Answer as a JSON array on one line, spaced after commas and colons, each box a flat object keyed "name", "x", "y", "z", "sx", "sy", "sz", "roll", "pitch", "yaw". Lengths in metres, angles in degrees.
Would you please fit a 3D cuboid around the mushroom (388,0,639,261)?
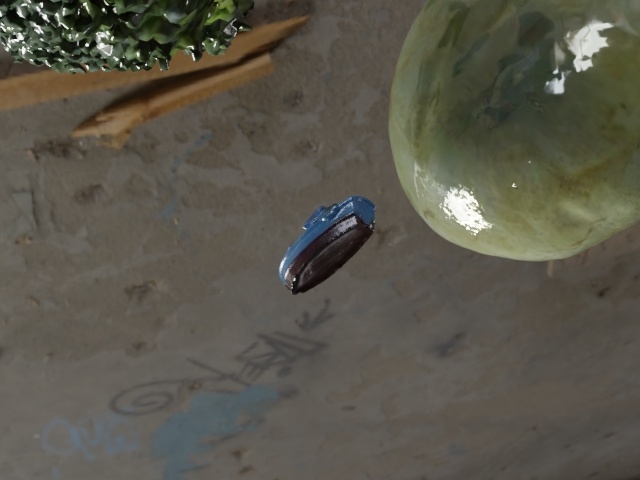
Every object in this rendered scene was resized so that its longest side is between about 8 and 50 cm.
[{"name": "mushroom", "x": 0.229, "y": -0.149, "z": 0.886, "sx": 0.260, "sy": 0.352, "sz": 0.352, "roll": 8, "pitch": 137, "yaw": -47}]

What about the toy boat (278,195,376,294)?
[{"name": "toy boat", "x": 0.000, "y": 0.000, "z": 1.440, "sx": 0.100, "sy": 0.097, "sz": 0.223, "roll": 19, "pitch": 130, "yaw": -39}]

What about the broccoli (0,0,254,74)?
[{"name": "broccoli", "x": -0.135, "y": -0.281, "z": 0.441, "sx": 0.275, "sy": 0.353, "sz": 0.397, "roll": -3, "pitch": 125, "yaw": -26}]
